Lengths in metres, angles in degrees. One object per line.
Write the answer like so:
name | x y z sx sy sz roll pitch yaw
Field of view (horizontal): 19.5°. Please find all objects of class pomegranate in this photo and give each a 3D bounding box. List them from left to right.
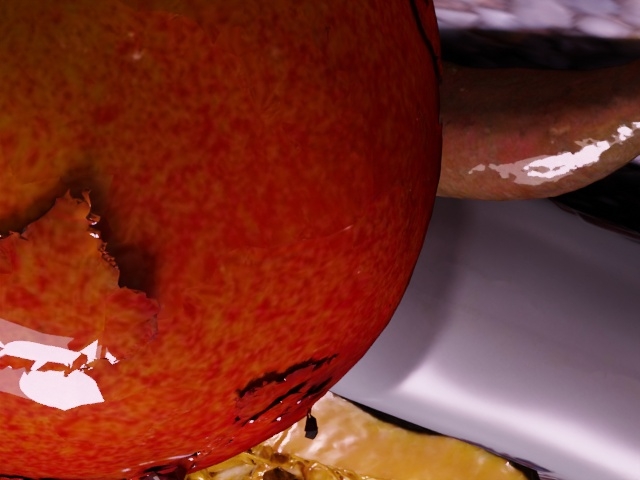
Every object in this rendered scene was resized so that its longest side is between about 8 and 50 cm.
pomegranate | -0.076 -0.045 0.501 0.235 0.210 0.210 53 158 -12

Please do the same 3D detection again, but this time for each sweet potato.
sweet potato | 0.022 -0.049 0.699 0.255 0.058 0.078 12 152 32

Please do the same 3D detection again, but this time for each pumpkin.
pumpkin | 0.005 0.135 1.266 0.317 0.222 0.139 20 -165 -14

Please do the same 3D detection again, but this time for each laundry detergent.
laundry detergent | 0.106 0.045 0.835 0.397 0.125 0.264 21 -178 -15
